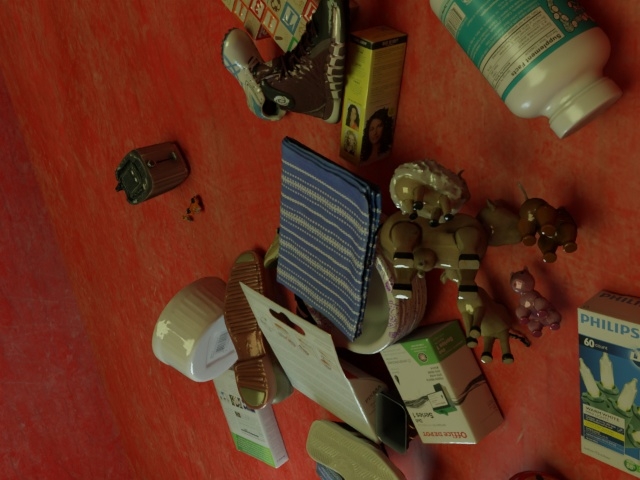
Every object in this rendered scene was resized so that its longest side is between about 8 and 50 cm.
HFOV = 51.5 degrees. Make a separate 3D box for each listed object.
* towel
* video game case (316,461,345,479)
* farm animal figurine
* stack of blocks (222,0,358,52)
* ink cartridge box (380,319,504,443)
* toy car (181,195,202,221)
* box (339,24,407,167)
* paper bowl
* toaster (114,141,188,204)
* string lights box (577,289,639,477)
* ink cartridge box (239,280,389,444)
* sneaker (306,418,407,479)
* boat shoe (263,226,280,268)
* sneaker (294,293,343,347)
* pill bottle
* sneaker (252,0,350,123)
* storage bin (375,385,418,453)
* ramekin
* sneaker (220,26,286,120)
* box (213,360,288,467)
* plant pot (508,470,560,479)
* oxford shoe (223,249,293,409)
[{"bbox_3d":[0.000,0.000,1.213,0.243,0.040,0.336,34,134,35],"label":"towel"},{"bbox_3d":[0.056,0.640,1.721,0.196,0.026,0.274,46,159,24],"label":"video game case"},{"bbox_3d":[0.238,0.022,1.054,0.327,0.172,0.330,14,133,-3],"label":"farm animal figurine"},{"bbox_3d":[-0.079,-0.460,1.242,0.297,0.087,0.171,52,143,17],"label":"stack of blocks"},{"bbox_3d":[0.232,0.279,1.291,0.160,0.092,0.219,-26,89,55],"label":"ink cartridge box"},{"bbox_3d":[-0.360,-0.087,1.883,0.040,0.060,0.122,22,167,-14],"label":"toy car"},{"bbox_3d":[0.090,-0.248,1.161,0.058,0.087,0.232,35,137,37],"label":"box"},{"bbox_3d":[0.089,0.065,1.296,0.284,0.148,0.284,29,131,40],"label":"paper bowl"},{"bbox_3d":[-0.471,-0.186,1.850,0.227,0.146,0.129,-29,86,54],"label":"toaster"},{"bbox_3d":[0.460,0.215,0.978,0.133,0.077,0.259,14,121,49],"label":"string lights box"},{"bbox_3d":[0.001,0.252,1.478,0.308,0.091,0.385,24,146,43],"label":"ink cartridge box"},{"bbox_3d":[0.121,0.513,1.516,0.350,0.148,0.131,29,101,51],"label":"sneaker"},{"bbox_3d":[-0.082,0.001,1.555,0.190,0.068,0.072,-41,65,43],"label":"boat shoe"},{"bbox_3d":[0.009,0.158,1.510,0.217,0.079,0.121,17,124,47],"label":"sneaker"},{"bbox_3d":[0.272,-0.264,0.868,0.264,0.146,0.146,56,144,11],"label":"pill bottle"},{"bbox_3d":[-0.037,-0.311,1.123,0.162,0.106,0.281,5,143,1],"label":"sneaker"},{"bbox_3d":[0.182,0.369,1.410,0.098,0.091,0.135,23,128,41],"label":"storage bin"},{"bbox_3d":[-0.308,0.249,1.812,0.135,0.277,0.277,31,133,27],"label":"ramekin"},{"bbox_3d":[-0.128,-0.332,1.335,0.086,0.085,0.237,23,160,28],"label":"sneaker"},{"bbox_3d":[-0.227,0.526,2.053,0.232,0.058,0.322,1,110,51],"label":"box"},{"bbox_3d":[0.370,0.521,1.184,0.191,0.191,0.174,43,135,27],"label":"plant pot"},{"bbox_3d":[-0.149,0.223,1.705,0.140,0.146,0.397,-8,83,38],"label":"oxford shoe"}]
